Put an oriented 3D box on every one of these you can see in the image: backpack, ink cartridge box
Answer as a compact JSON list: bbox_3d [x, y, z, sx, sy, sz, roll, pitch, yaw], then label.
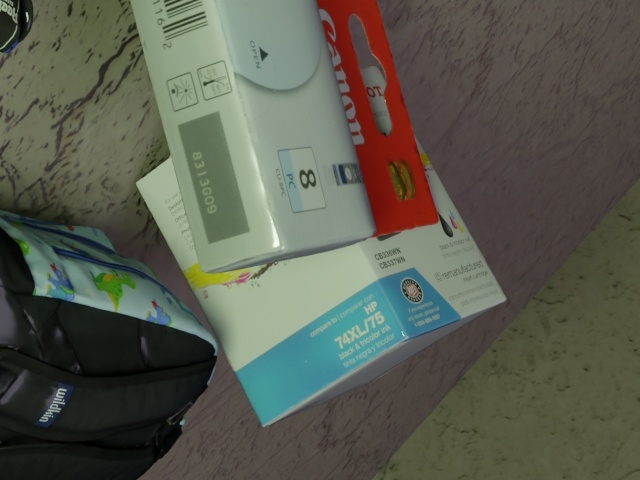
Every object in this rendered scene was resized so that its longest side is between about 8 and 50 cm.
[{"bbox_3d":[-0.249,0.108,1.553,0.355,0.273,0.290,15,112,-43],"label":"backpack"},{"bbox_3d":[-0.001,-0.148,1.527,0.091,0.308,0.385,-17,177,33],"label":"ink cartridge box"},{"bbox_3d":[0.000,0.000,1.728,0.197,0.270,0.198,-34,170,34],"label":"ink cartridge box"}]

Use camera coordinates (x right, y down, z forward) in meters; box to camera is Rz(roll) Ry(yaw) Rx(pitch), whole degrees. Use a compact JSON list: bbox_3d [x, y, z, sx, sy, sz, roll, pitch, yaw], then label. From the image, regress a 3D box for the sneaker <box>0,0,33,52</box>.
[{"bbox_3d":[-0.226,-0.214,1.121,0.315,0.182,0.127,-51,160,0],"label":"sneaker"}]
